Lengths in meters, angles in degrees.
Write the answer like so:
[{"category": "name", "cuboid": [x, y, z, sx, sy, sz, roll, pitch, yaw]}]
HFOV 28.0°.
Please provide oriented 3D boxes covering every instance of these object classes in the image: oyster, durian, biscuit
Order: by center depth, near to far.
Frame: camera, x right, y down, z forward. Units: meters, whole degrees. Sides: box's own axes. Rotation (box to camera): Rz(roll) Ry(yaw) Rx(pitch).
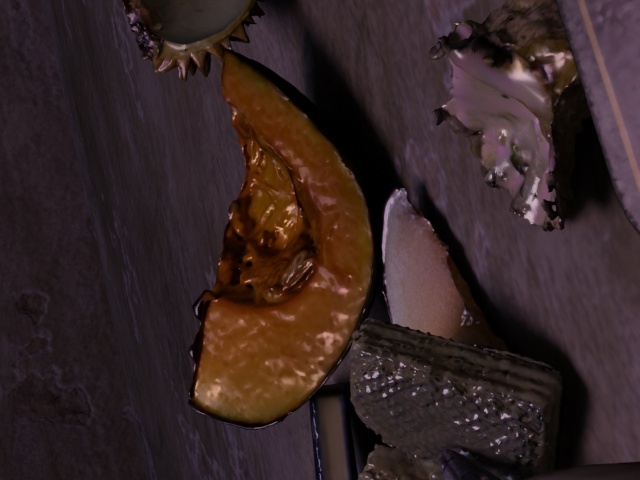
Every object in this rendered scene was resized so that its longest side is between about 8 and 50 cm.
[{"category": "oyster", "cuboid": [0.117, -0.079, 0.729, 0.133, 0.072, 0.209, 56, 175, 31]}, {"category": "biscuit", "cuboid": [0.091, 0.166, 0.906, 0.147, 0.046, 0.250, 16, 135, 21]}, {"category": "durian", "cuboid": [-0.115, -0.258, 1.151, 0.144, 0.139, 0.252, 165, 110, -72]}]

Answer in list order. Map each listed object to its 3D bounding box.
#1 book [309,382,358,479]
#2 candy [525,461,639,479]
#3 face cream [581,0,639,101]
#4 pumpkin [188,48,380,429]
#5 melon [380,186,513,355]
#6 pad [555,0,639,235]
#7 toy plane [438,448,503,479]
[{"category": "book", "cuboid": [0.031, 0.343, 1.145, 0.300, 0.039, 0.428, 81, -178, -85]}, {"category": "candy", "cuboid": [0.176, 0.225, 0.539, 0.295, 0.185, 0.296, 3, 95, 37]}, {"category": "face cream", "cuboid": [0.117, -0.234, 0.519, 0.105, 0.105, 0.349, 160, 95, -72]}, {"category": "pumpkin", "cuboid": [0.000, 0.000, 1.077, 0.169, 0.148, 0.312, 2, 86, 28]}, {"category": "melon", "cuboid": [0.086, 0.052, 0.948, 0.098, 0.054, 0.182, 105, 145, -48]}, {"category": "pad", "cuboid": [0.182, -0.087, 0.338, 0.375, 0.063, 0.315, -17, 92, 56]}, {"category": "toy plane", "cuboid": [0.141, 0.215, 0.751, 0.267, 0.088, 0.212, 38, 142, 38]}]
